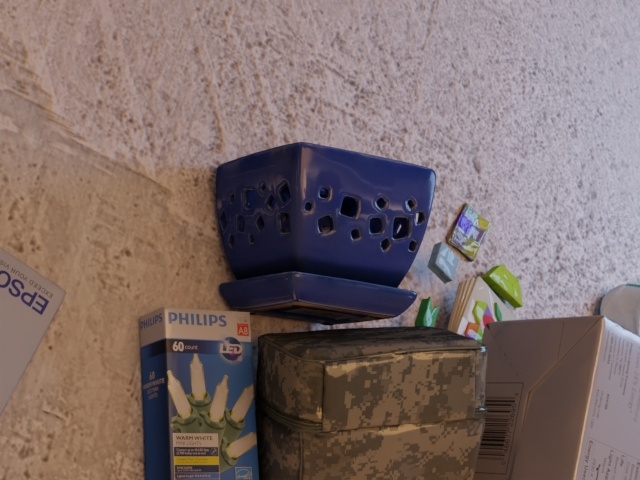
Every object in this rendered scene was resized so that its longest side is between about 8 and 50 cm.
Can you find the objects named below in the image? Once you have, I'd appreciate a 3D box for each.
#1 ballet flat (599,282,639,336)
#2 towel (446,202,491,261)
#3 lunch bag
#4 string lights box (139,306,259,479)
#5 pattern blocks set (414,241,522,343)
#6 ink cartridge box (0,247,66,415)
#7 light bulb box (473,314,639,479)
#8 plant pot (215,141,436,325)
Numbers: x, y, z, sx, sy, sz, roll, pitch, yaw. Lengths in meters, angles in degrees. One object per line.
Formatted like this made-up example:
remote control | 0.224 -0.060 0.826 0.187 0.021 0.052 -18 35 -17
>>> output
ballet flat | 0.563 0.259 2.369 0.139 0.139 0.400 -13 84 -37
towel | 0.233 -0.012 2.293 0.060 0.009 0.083 41 57 -18
lunch bag | 0.060 0.253 1.957 0.305 0.212 0.256 -2 94 -24
string lights box | -0.159 0.223 1.908 0.133 0.076 0.260 5 74 -33
pattern blocks set | 0.261 0.161 2.213 0.325 0.026 0.285 34 51 -33
ink cartridge box | -0.506 0.111 1.706 0.324 0.071 0.330 36 58 -22
light bulb box | 0.402 0.334 2.122 0.361 0.225 0.358 27 69 -37
plant pot | 0.000 0.000 1.995 0.236 0.236 0.212 10 78 -32
